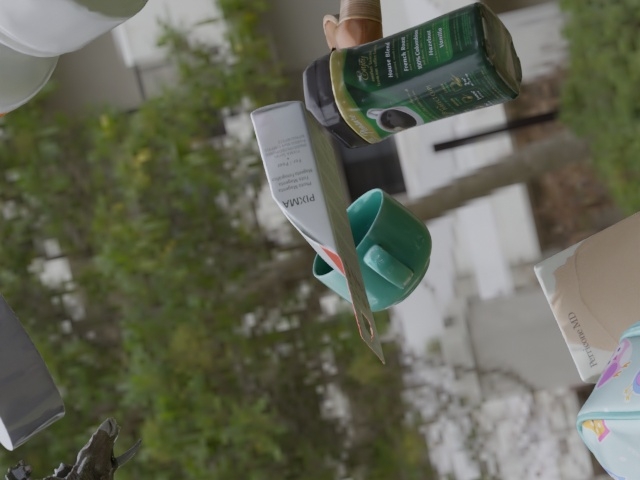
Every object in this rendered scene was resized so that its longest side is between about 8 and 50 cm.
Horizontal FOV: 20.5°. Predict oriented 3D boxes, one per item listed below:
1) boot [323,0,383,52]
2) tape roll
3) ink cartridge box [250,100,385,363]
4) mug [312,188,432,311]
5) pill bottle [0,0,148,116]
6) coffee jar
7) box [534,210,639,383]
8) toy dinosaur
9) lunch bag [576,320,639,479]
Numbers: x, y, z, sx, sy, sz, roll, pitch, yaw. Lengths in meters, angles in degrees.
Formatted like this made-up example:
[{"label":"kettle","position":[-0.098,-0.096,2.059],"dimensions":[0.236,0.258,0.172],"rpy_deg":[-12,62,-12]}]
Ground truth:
[{"label":"boot","position":[0.036,-0.202,2.090],"dimensions":[0.197,0.073,0.152],"rpy_deg":[90,-178,-73]},{"label":"tape roll","position":[-0.370,0.121,1.940],"dimensions":[0.219,0.072,0.219],"rpy_deg":[49,160,25]},{"label":"ink cartridge box","position":[0.000,0.000,1.686],"dimensions":[0.189,0.066,0.232],"rpy_deg":[51,-152,-75]},{"label":"mug","position":[0.066,0.026,2.053],"dimensions":[0.097,0.129,0.157],"rpy_deg":[37,-145,-17]},{"label":"pill bottle","position":[-0.322,-0.157,1.220],"dimensions":[0.224,0.392,0.224],"rpy_deg":[42,-145,-40]},{"label":"coffee jar","position":[0.080,-0.145,1.585],"dimensions":[0.096,0.184,0.079],"rpy_deg":[37,-138,-56]},{"label":"box","position":[0.398,0.024,1.839],"dimensions":[0.121,0.311,0.148],"rpy_deg":[8,-124,-62]},{"label":"toy dinosaur","position":[-0.336,0.323,1.958],"dimensions":[0.121,0.313,0.160],"rpy_deg":[56,-174,22]},{"label":"lunch bag","position":[0.333,0.156,1.183],"dimensions":[0.279,0.224,0.108],"rpy_deg":[38,-115,-18]}]
